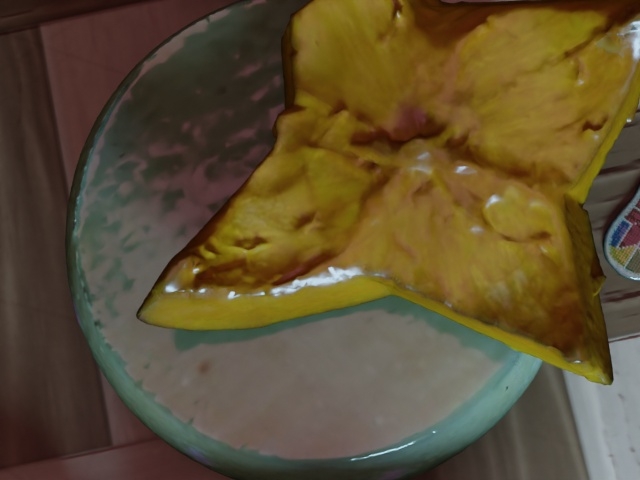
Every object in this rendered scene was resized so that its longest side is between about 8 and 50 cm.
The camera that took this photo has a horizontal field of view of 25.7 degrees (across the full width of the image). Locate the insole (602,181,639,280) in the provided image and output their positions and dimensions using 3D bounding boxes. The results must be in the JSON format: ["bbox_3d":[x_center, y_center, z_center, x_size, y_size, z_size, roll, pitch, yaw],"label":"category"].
[{"bbox_3d":[0.274,-0.054,1.050,0.065,0.006,0.193,34,80,9],"label":"insole"}]

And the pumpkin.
[{"bbox_3d":[0.057,-0.050,0.863,0.290,0.095,0.258,10,83,8],"label":"pumpkin"}]

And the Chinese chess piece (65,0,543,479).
[{"bbox_3d":[0.000,0.000,0.977,0.349,0.146,0.350,-1,78,3],"label":"Chinese chess piece"}]
